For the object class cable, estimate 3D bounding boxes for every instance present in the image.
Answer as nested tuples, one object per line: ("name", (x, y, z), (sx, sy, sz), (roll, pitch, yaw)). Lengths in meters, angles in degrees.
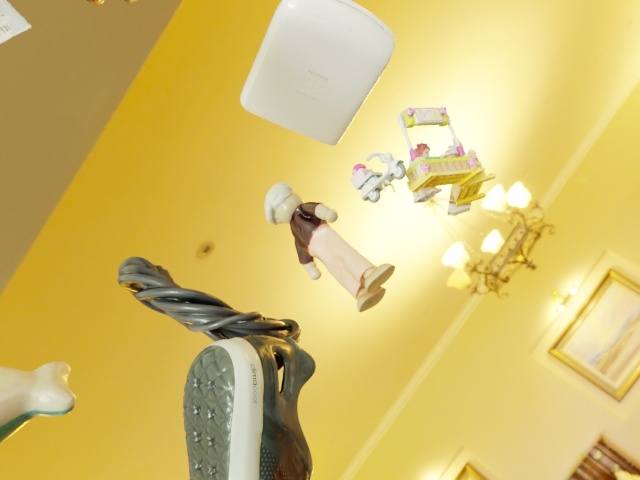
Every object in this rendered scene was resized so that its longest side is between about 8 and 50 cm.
("cable", (-0.092, 0.054, 0.455), (0.047, 0.150, 0.184), (-61, 11, -14))

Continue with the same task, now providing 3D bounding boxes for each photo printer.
("photo printer", (-0.005, -0.368, 1.198), (0.308, 0.255, 0.107), (127, 157, -45))

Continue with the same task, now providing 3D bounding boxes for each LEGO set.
("LEGO set", (0.166, -0.113, 0.800), (0.132, 0.107, 0.286), (-29, -19, 36))

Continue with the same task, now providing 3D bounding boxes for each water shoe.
("water shoe", (-0.034, 0.159, 0.332), (0.080, 0.072, 0.203), (2, -90, -42))

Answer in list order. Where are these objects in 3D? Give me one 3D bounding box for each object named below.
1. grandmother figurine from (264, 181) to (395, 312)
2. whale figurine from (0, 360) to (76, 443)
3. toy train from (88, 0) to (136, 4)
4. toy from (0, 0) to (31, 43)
("grandmother figurine", (0.000, 0.000, 1.184), (0.104, 0.342, 0.208), (-19, -37, -42))
("whale figurine", (-0.491, 0.253, 0.792), (0.271, 0.216, 0.141), (-8, -60, -29))
("toy train", (-0.342, -0.404, 0.631), (0.142, 0.334, 0.190), (-45, 7, 14))
("toy", (-0.280, -0.127, 0.406), (0.136, 0.237, 0.056), (-38, -47, -13))
